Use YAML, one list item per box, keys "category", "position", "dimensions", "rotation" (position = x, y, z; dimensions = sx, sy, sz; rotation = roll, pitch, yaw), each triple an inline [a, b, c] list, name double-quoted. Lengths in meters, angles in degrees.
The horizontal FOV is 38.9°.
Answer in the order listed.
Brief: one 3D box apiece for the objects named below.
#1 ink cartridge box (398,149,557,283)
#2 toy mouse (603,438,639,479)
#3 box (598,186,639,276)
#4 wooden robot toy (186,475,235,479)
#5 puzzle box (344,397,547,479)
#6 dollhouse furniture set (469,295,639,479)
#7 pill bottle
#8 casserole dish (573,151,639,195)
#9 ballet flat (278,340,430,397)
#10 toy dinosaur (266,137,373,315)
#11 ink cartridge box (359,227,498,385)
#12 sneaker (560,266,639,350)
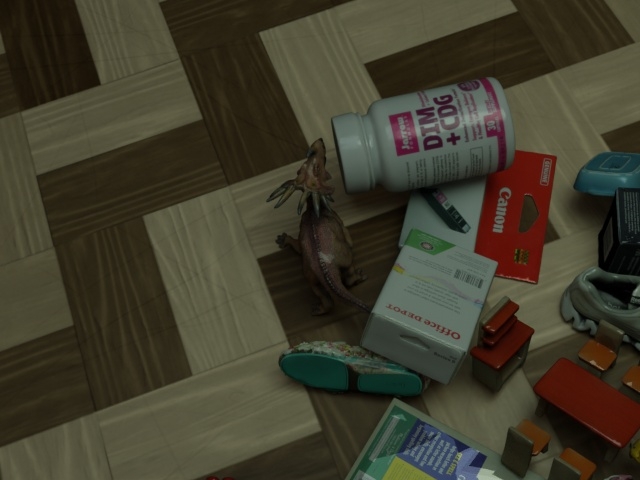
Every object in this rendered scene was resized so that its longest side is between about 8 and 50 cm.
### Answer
- category: "ink cartridge box"
  position: [0.279, -0.072, 1.579]
  dimensions: [0.239, 0.060, 0.275]
  rotation: [9, 62, 12]
- category: "toy mouse"
  position: [0.455, 0.354, 1.305]
  dimensions: [0.161, 0.143, 0.031]
  rotation: [-8, 11, -34]
- category: "box"
  position: [0.567, 0.002, 1.456]
  dimensions: [0.207, 0.153, 0.108]
  rotation: [4, 61, 6]
- category: "wooden robot toy"
  position: [-0.168, 0.384, 1.351]
  dimensions: [0.173, 0.079, 0.076]
  rotation: [1, 61, 5]
- category: "puzzle box"
  position: [0.125, 0.460, 1.296]
  dimensions: [0.272, 0.052, 0.409]
  rotation: [27, 66, 19]
- category: "dollhouse furniture set"
  position: [0.352, 0.208, 1.339]
  dimensions: [0.259, 0.135, 0.262]
  rotation: [32, 56, 29]
- category: "pill bottle"
  position: [0.168, -0.169, 1.520]
  dimensions: [0.283, 0.160, 0.160]
  rotation: [-12, 60, -1]
- category: "casserole dish"
  position: [0.499, -0.116, 1.534]
  dimensions: [0.114, 0.037, 0.188]
  rotation: [8, 23, 29]
- category: "ballet flat"
  position: [0.056, 0.199, 1.446]
  dimensions: [0.241, 0.091, 0.077]
  rotation: [9, 32, 6]
- category: "toy dinosaur"
  position: [0.000, 0.000, 1.483]
  dimensions: [0.127, 0.200, 0.295]
  rotation: [-20, 61, -6]
- category: "ink cartridge box"
  position: [0.173, 0.100, 1.425]
  dimensions: [0.154, 0.093, 0.212]
  rotation: [23, 43, 7]
- category: "sneaker"
  position: [0.526, 0.121, 1.414]
  dimensions: [0.292, 0.118, 0.110]
  rotation: [18, 62, 13]
